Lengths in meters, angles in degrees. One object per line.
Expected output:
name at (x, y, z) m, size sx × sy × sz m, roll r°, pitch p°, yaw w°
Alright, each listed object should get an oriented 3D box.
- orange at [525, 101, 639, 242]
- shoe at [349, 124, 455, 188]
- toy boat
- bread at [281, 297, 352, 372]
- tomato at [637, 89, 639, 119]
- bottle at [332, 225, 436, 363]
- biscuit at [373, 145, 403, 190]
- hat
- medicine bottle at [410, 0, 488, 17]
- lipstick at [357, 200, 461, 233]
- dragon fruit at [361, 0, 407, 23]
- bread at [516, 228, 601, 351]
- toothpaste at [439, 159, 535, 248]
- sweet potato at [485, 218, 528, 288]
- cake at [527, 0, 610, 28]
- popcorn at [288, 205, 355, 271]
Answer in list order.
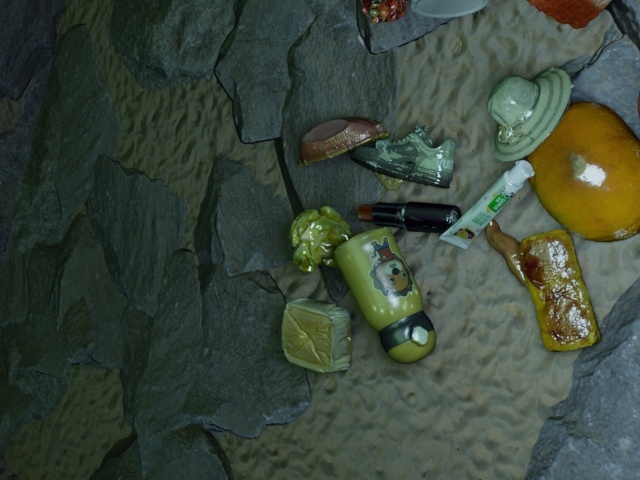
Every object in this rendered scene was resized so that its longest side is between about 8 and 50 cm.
orange at (0.597, -0.148, 1.618) m, size 0.310 × 0.274 × 0.274 m, roll 48°, pitch 122°, yaw -5°
shoe at (0.224, -0.236, 1.913) m, size 0.292 × 0.109 × 0.149 m, roll 20°, pitch 92°, yaw 29°
toy boat at (0.042, -0.286, 2.082) m, size 0.317 × 0.099 × 0.141 m, roll -15°, pitch 52°, yaw 38°
bread at (-0.008, 0.270, 2.091) m, size 0.209 × 0.109 × 0.192 m, roll 6°, pitch 99°, yaw 40°
tomato at (0.774, -0.249, 1.354) m, size 0.341 × 0.272 × 0.342 m, roll -1°, pitch 88°, yaw 40°
bottle at (0.181, 0.149, 1.901) m, size 0.171 × 0.171 × 0.351 m, roll -36°, pitch 75°, yaw 33°
biscuit at (0.178, -0.200, 2.010) m, size 0.071 × 0.018 × 0.147 m, roll -48°, pitch 62°, yaw 29°
hat at (0.440, -0.310, 1.657) m, size 0.252 × 0.109 × 0.252 m, roll -51°, pitch 22°, yaw 30°
medicine bottle at (0.311, -0.756, 1.794) m, size 0.211 × 0.211 × 0.372 m, roll -3°, pitch 86°, yaw 39°
lipstick at (0.226, -0.063, 1.925) m, size 0.299 × 0.081 × 0.081 m, roll 5°, pitch 92°, yaw 37°
dragon fruit at (0.168, -0.647, 1.961) m, size 0.150 × 0.208 × 0.133 m, roll 31°, pitch 132°, yaw -9°
bread at (0.534, 0.115, 1.660) m, size 0.139 × 0.077 × 0.271 m, roll -17°, pitch 79°, yaw 32°
toothpaste at (0.392, -0.079, 1.731) m, size 0.058 × 0.056 × 0.314 m, roll 54°, pitch 141°, yaw 17°
sweet potato at (0.454, 0.026, 1.755) m, size 0.055 × 0.058 × 0.202 m, roll 88°, pitch 156°, yaw -59°
cake at (0.560, -0.659, 1.546) m, size 0.319 × 0.270 × 0.270 m, roll -35°, pitch 67°, yaw 33°
popcorn at (-0.001, 0.000, 2.051) m, size 0.167 × 0.185 × 0.188 m, roll -40°, pitch 73°, yaw 48°
